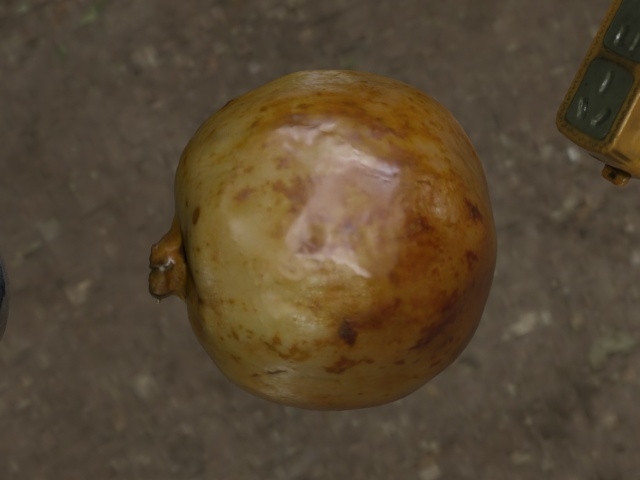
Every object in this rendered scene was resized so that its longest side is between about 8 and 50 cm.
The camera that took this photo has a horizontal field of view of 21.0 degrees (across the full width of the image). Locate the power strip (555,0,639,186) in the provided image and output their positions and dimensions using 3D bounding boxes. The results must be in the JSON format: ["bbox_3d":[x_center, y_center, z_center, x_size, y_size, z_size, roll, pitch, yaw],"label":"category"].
[{"bbox_3d":[0.147,-0.106,0.677,0.178,0.028,0.049,-64,30,8],"label":"power strip"}]

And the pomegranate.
[{"bbox_3d":[0.000,0.000,1.135,0.248,0.248,0.248,-17,34,12],"label":"pomegranate"}]

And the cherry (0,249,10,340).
[{"bbox_3d":[-0.310,0.020,0.984,0.218,0.296,0.255,-50,31,-19],"label":"cherry"}]
